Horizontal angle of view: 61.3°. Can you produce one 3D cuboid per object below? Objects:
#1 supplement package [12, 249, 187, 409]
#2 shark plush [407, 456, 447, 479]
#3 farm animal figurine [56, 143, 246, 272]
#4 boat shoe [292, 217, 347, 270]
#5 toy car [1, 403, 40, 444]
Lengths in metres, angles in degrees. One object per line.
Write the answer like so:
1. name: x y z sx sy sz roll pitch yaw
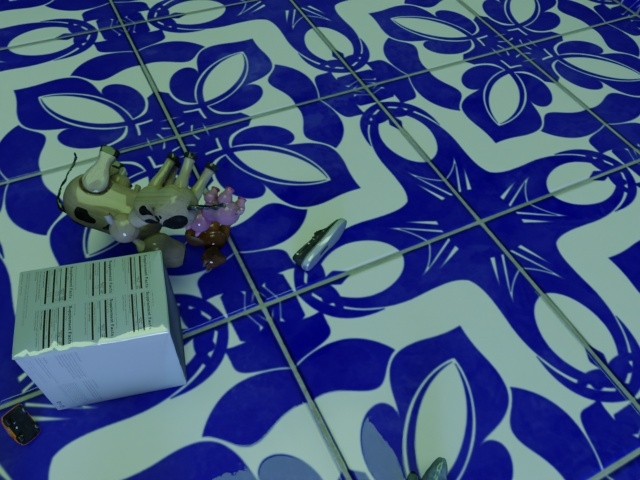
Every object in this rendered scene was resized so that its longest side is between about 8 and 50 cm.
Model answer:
1. supplement package: -0.328 0.141 0.837 0.203 0.194 0.149 -9 54 -12
2. shark plush: 0.135 0.385 0.764 0.073 0.067 0.161 36 58 21
3. farm animal figurine: -0.295 -0.036 0.915 0.327 0.330 0.172 21 73 6
4. boat shoe: 0.000 0.000 1.064 0.040 0.049 0.142 31 59 19
5. toy car: -0.450 0.255 0.845 0.041 0.060 0.122 -22 32 35
